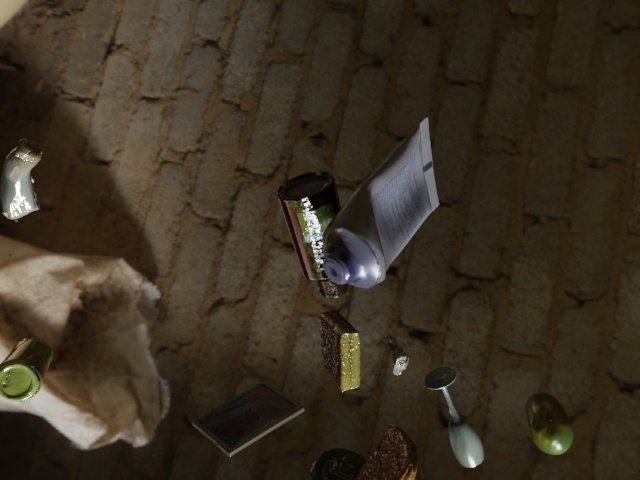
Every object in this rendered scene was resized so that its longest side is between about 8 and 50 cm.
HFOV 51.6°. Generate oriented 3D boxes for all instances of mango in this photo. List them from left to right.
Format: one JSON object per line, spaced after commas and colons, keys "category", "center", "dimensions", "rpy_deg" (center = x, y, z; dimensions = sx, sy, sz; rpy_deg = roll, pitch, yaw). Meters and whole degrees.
{"category": "mango", "center": [0.479, 0.385, 1.406], "dimensions": [0.191, 0.085, 0.122], "rpy_deg": [32, 34, -84]}

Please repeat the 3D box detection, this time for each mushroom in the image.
{"category": "mushroom", "center": [-0.773, -0.153, 1.702], "dimensions": [0.099, 0.096, 0.278], "rpy_deg": [-36, 162, -46]}

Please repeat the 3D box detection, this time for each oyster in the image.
{"category": "oyster", "center": [0.156, 0.224, 1.336], "dimensions": [0.100, 0.037, 0.098], "rpy_deg": [-99, 176, -46]}

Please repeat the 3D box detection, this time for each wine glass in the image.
{"category": "wine glass", "center": [0.391, 0.500, 2.033], "dimensions": [0.264, 0.096, 0.310], "rpy_deg": [-111, 177, -70]}

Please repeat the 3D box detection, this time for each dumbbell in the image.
{"category": "dumbbell", "center": [0.031, 0.733, 1.787], "dimensions": [0.179, 0.179, 0.407], "rpy_deg": [-55, 161, -60]}

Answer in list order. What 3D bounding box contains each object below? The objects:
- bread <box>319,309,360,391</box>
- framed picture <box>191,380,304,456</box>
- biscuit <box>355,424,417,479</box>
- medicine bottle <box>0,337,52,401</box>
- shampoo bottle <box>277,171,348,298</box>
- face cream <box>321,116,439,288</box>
{"category": "bread", "center": [0.028, 0.157, 0.958], "dimensions": [0.094, 0.035, 0.090], "rpy_deg": [-143, -133, -68]}
{"category": "framed picture", "center": [-0.226, 0.550, 2.072], "dimensions": [0.289, 0.211, 0.020], "rpy_deg": [-23, 120, -37]}
{"category": "biscuit", "center": [0.138, 0.549, 1.408], "dimensions": [0.277, 0.052, 0.262], "rpy_deg": [-61, -168, -5]}
{"category": "medicine bottle", "center": [-0.823, 0.352, 1.847], "dimensions": [0.239, 0.124, 0.124], "rpy_deg": [-143, -120, -72]}
{"category": "shampoo bottle", "center": [0.000, 0.000, 1.463], "dimensions": [0.084, 0.129, 0.323], "rpy_deg": [-115, -172, -47]}
{"category": "face cream", "center": [0.145, -0.058, 1.381], "dimensions": [0.420, 0.137, 0.235], "rpy_deg": [-46, 134, -37]}
